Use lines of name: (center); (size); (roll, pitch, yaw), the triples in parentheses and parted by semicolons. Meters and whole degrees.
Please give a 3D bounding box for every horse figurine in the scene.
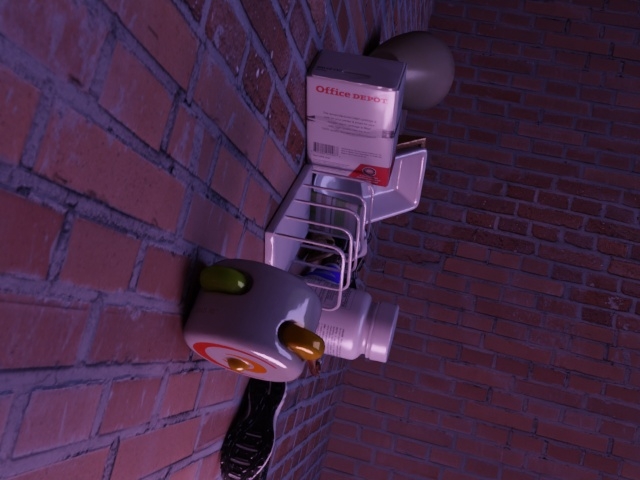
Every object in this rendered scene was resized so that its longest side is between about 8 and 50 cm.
horse figurine: (-0.024, 0.299, 2.000); (0.263, 0.066, 0.174); (85, 15, -66)

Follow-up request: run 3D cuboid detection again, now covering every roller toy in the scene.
roller toy: (-0.102, 0.131, 1.015); (0.191, 0.209, 0.146); (128, -17, -64)

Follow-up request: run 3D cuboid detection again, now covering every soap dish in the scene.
soap dish: (0.149, -0.169, 1.857); (0.118, 0.290, 0.229); (49, -34, 43)

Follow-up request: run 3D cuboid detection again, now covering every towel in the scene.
towel: (0.033, -0.063, 1.623); (0.023, 0.152, 0.113); (-53, 157, -45)

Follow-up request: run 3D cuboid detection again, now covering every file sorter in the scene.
file sorter: (0.001, -0.006, 1.469); (0.278, 0.173, 0.193); (-64, 163, -50)

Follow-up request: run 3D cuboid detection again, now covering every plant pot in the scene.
plant pot: (0.246, -0.521, 2.054); (0.274, 0.256, 0.257); (-24, 128, -56)

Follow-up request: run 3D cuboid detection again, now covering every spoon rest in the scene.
spoon rest: (0.064, -0.071, 1.701); (0.084, 0.137, 0.276); (22, -45, 61)

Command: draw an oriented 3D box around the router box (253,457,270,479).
router box: (-0.160, 0.582, 1.683); (0.092, 0.038, 0.122); (-31, 132, -76)

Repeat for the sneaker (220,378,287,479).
sneaker: (-0.139, 0.416, 1.444); (0.108, 0.100, 0.271); (99, 10, -46)

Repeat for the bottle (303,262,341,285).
bottle: (-0.002, 0.135, 1.764); (0.283, 0.118, 0.092); (-49, 150, -67)

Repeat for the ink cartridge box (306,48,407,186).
ink cartridge box: (0.076, -0.270, 1.479); (0.273, 0.197, 0.114); (91, 14, -49)

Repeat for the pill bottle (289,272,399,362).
pill bottle: (0.028, 0.181, 1.526); (0.160, 0.283, 0.160); (13, 90, -79)

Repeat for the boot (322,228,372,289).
boot: (0.082, 0.088, 2.122); (0.348, 0.131, 0.260); (57, 46, -75)

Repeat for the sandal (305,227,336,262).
sandal: (-0.006, 0.002, 1.777); (0.240, 0.088, 0.079); (-46, 117, -83)
